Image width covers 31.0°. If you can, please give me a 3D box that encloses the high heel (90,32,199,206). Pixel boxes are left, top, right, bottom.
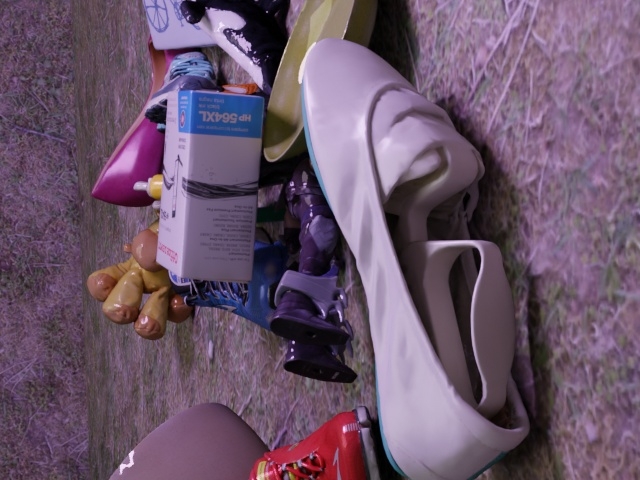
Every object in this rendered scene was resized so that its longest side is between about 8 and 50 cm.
[{"bbox_3d":[-0.295,-0.243,1.906,0.127,0.181,0.377,140,126,-66],"label":"high heel"}]

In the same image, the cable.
[{"bbox_3d":[-0.097,-0.062,1.442,0.287,0.139,0.072,1,76,44],"label":"cable"}]

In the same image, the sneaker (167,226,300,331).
[{"bbox_3d":[-0.114,0.052,1.463,0.330,0.147,0.129,-165,74,-69],"label":"sneaker"}]

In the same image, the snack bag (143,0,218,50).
[{"bbox_3d":[-0.221,-0.450,1.706,0.323,0.037,0.342,12,119,61],"label":"snack bag"}]

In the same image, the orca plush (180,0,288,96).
[{"bbox_3d":[-0.085,-0.276,1.433,0.102,0.151,0.287,-52,28,12],"label":"orca plush"}]

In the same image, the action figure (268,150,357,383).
[{"bbox_3d":[0.000,0.000,1.213,0.185,0.099,0.285,104,171,-54],"label":"action figure"}]

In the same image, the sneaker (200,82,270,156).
[{"bbox_3d":[-0.094,-0.133,1.499,0.262,0.099,0.121,-131,35,-72],"label":"sneaker"}]

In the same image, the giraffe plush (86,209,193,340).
[{"bbox_3d":[-0.272,0.036,1.952,0.170,0.181,0.210,-57,3,42],"label":"giraffe plush"}]

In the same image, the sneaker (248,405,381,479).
[{"bbox_3d":[-0.013,0.255,1.228,0.279,0.118,0.107,123,140,-59],"label":"sneaker"}]

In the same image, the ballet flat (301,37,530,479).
[{"bbox_3d":[0.089,-0.003,0.942,0.139,0.139,0.400,133,128,-64],"label":"ballet flat"}]

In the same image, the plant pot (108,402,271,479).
[{"bbox_3d":[-0.128,0.370,1.413,0.191,0.284,0.284,31,128,27],"label":"plant pot"}]

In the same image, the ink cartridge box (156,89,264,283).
[{"bbox_3d":[-0.125,-0.062,1.288,0.148,0.086,0.203,-162,76,-71],"label":"ink cartridge box"}]

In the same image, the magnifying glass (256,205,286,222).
[{"bbox_3d":[-0.084,-0.032,1.486,0.231,0.092,0.026,-166,71,-81],"label":"magnifying glass"}]

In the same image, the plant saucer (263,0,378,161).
[{"bbox_3d":[0.004,-0.189,1.184,0.241,0.037,0.241,-161,90,-75],"label":"plant saucer"}]

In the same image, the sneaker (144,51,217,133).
[{"bbox_3d":[-0.204,-0.229,1.729,0.283,0.110,0.122,168,107,-80],"label":"sneaker"}]
